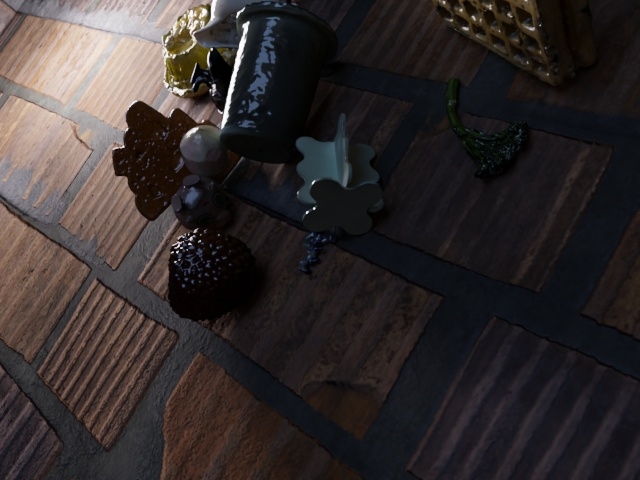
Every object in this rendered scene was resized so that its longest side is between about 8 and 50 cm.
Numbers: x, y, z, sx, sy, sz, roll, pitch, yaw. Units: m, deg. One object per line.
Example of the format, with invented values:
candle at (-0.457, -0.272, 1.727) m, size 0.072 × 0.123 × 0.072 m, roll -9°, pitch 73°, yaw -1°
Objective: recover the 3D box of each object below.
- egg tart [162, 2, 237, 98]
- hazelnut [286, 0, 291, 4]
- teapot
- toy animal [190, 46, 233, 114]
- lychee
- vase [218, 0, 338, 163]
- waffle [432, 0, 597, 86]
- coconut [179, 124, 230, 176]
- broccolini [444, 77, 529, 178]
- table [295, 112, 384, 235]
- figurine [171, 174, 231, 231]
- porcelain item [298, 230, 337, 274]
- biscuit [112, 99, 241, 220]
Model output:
egg tart at (-0.330, -0.533, 1.892) m, size 0.314 × 0.120 × 0.315 m, roll -19°, pitch 54°, yaw 29°
hazelnut at (-0.140, -0.634, 1.784) m, size 0.143 × 0.154 × 0.143 m, roll 1°, pitch 56°, yaw -1°
teapot at (-0.154, -0.528, 1.686) m, size 0.299 × 0.208 × 0.166 m, roll 14°, pitch 50°, yaw 34°
toy animal at (-0.228, -0.376, 1.699) m, size 0.179 × 0.218 × 0.116 m, roll 40°, pitch 75°, yaw 4°
lychee at (-0.217, 0.069, 1.404) m, size 0.188 × 0.188 × 0.188 m, roll -19°, pitch 54°, yaw 28°
vase at (-0.103, -0.332, 1.519) m, size 0.244 × 0.245 × 0.291 m, roll 0°, pitch 69°, yaw 37°
waffle at (0.320, -0.452, 1.247) m, size 0.114 × 0.261 × 0.376 m, roll -40°, pitch 45°, yaw 0°
coconut at (-0.261, -0.207, 1.557) m, size 0.110 × 0.125 × 0.110 m, roll -1°, pitch 50°, yaw 1°
broccolini at (0.296, -0.229, 1.274) m, size 0.123 × 0.062 × 0.272 m, roll -24°, pitch 48°, yaw 12°
table at (0.035, -0.131, 1.345) m, size 0.166 × 0.166 × 0.198 m, roll -26°, pitch 43°, yaw 22°
figurine at (-0.264, -0.079, 1.548) m, size 0.125 × 0.138 × 0.125 m, roll -15°, pitch 56°, yaw 24°
porcelain item at (0.000, 0.000, 1.377) m, size 0.075 × 0.021 × 0.136 m, roll -9°, pitch 59°, yaw 29°
biscuit at (-0.333, -0.193, 1.640) m, size 0.306 × 0.043 × 0.284 m, roll -4°, pitch 89°, yaw -5°
